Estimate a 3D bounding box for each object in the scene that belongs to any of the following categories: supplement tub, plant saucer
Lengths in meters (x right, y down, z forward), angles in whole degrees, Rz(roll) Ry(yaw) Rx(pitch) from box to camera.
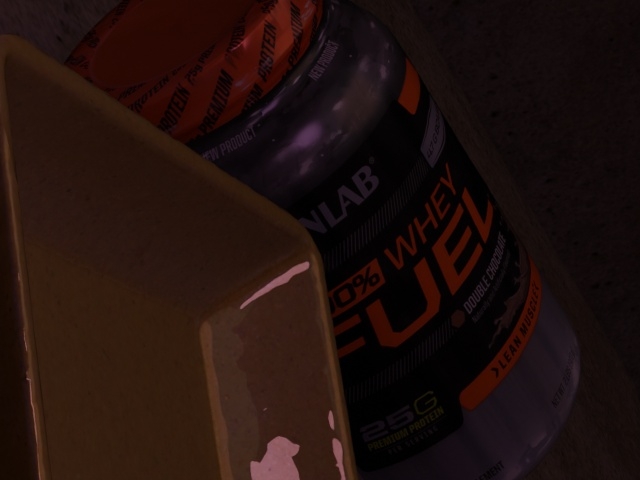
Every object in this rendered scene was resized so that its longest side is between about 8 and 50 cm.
[{"bbox_3d":[0.000,0.000,1.089,0.338,0.207,0.207,54,16,-29],"label":"supplement tub"},{"bbox_3d":[-0.070,0.121,0.784,0.333,0.081,0.333,33,44,-64],"label":"plant saucer"}]
